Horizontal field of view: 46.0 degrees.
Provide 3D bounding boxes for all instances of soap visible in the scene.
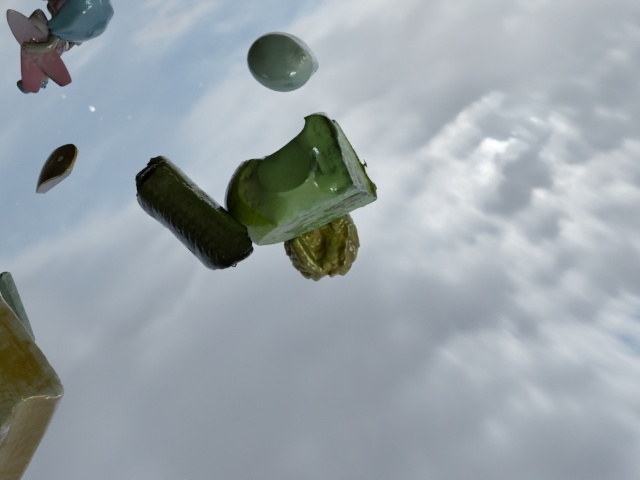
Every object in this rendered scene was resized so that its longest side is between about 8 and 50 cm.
[{"bbox_3d":[-0.592,0.254,1.244,0.293,0.156,0.335,48,-51,17],"label":"soap"}]

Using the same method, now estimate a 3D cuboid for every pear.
[{"bbox_3d":[-0.055,-0.109,1.482,0.282,0.286,0.176,-28,-99,12],"label":"pear"}]

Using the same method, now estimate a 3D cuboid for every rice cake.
[{"bbox_3d":[-0.668,0.150,1.655,0.033,0.171,0.029,-11,-168,30],"label":"rice cake"}]

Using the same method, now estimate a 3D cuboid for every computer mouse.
[{"bbox_3d":[-0.668,-0.179,1.894,0.199,0.045,0.102,-19,-128,47],"label":"computer mouse"}]

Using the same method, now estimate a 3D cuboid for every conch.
[{"bbox_3d":[-0.089,-0.446,1.846,0.221,0.185,0.121,-115,-141,-51],"label":"conch"}]

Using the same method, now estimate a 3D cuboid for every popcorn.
[{"bbox_3d":[0.003,0.000,1.791,0.197,0.155,0.197,-1,-96,7],"label":"popcorn"}]

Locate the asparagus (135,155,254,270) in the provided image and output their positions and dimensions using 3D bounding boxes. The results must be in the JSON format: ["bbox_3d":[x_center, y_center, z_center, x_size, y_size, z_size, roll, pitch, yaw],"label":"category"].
[{"bbox_3d":[-0.237,-0.037,1.438,0.108,0.128,0.382,-21,-137,-34],"label":"asparagus"}]

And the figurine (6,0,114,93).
[{"bbox_3d":[-0.418,-0.337,1.268,0.260,0.103,0.205,-41,172,38],"label":"figurine"}]
